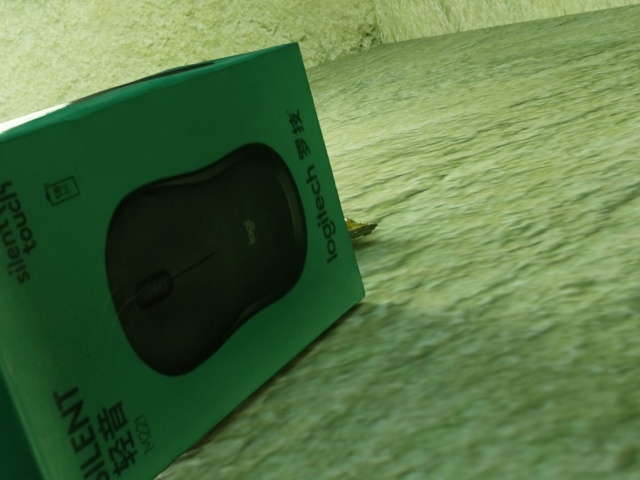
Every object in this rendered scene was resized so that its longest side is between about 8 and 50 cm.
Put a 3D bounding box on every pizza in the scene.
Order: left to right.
[{"bbox_3d":[0.000,0.000,0.766,0.108,0.026,0.123,-6,16,22],"label":"pizza"}]

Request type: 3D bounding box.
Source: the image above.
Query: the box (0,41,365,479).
[{"bbox_3d":[-0.111,0.009,0.518,0.118,0.205,0.311,-7,17,36],"label":"box"}]
